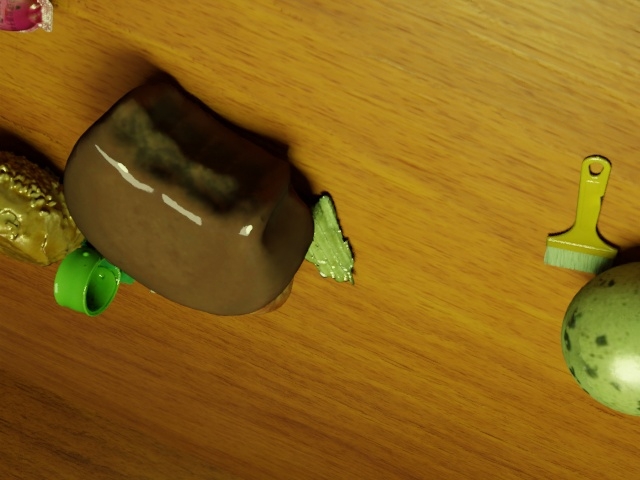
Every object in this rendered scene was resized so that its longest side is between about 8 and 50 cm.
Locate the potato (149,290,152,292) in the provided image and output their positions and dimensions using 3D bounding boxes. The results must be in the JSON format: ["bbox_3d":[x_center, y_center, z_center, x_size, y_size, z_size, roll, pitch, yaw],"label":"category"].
[{"bbox_3d":[-0.295,0.094,1.407,0.093,0.036,0.037,22,117,-30],"label":"potato"}]

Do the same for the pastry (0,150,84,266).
[{"bbox_3d":[-0.529,-0.062,1.204,0.310,0.162,0.255,4,155,49],"label":"pastry"}]

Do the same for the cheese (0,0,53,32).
[{"bbox_3d":[-0.424,-0.327,0.822,0.244,0.062,0.155,29,148,-5],"label":"cheese"}]

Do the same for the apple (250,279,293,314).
[{"bbox_3d":[-0.107,0.059,1.126,0.102,0.126,0.126,9,146,36],"label":"apple"}]

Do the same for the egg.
[{"bbox_3d":[0.390,0.106,0.795,0.228,0.177,0.177,-24,126,32],"label":"egg"}]

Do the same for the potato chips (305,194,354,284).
[{"bbox_3d":[0.000,0.001,1.050,0.091,0.028,0.207,8,147,23],"label":"potato chips"}]

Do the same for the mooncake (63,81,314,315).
[{"bbox_3d":[-0.180,-0.058,0.942,0.325,0.174,0.334,12,137,25],"label":"mooncake"}]

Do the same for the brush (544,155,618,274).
[{"bbox_3d":[0.309,-0.025,0.808,0.083,0.011,0.205,13,147,21],"label":"brush"}]

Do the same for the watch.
[{"bbox_3d":[-0.436,0.079,1.365,0.131,0.152,0.165,17,147,8],"label":"watch"}]

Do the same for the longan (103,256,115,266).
[{"bbox_3d":[-0.350,0.001,1.232,0.119,0.106,0.106,7,146,14],"label":"longan"}]
